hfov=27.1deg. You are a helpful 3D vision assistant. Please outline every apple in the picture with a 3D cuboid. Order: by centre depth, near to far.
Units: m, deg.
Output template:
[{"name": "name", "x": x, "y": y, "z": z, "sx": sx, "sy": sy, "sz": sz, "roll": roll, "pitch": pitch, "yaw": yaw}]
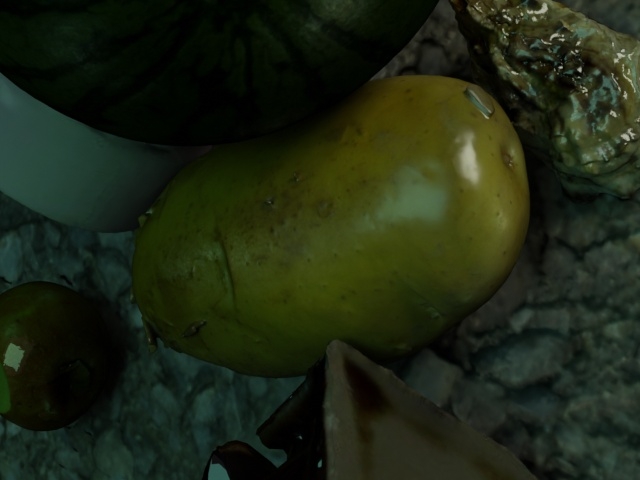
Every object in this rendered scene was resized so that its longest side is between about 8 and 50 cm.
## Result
[{"name": "apple", "x": -0.216, "y": 0.088, "z": 1.035, "sx": 0.102, "sy": 0.099, "sz": 0.114, "roll": 30, "pitch": 131, "yaw": 41}]

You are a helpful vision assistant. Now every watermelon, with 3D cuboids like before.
[{"name": "watermelon", "x": -0.079, "y": -0.177, "z": 0.677, "sx": 0.331, "sy": 0.330, "sz": 0.189, "roll": -56, "pitch": 15, "yaw": 21}]

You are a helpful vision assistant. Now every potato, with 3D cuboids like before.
[{"name": "potato", "x": 0.000, "y": 0.000, "z": 0.844, "sx": 0.300, "sy": 0.140, "sz": 0.173, "roll": -18, "pitch": 86, "yaw": 36}]

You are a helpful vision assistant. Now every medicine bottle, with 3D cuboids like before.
[{"name": "medicine bottle", "x": -0.107, "y": -0.188, "z": 0.896, "sx": 0.325, "sy": 0.212, "sz": 0.212, "roll": -48, "pitch": 61, "yaw": 26}]

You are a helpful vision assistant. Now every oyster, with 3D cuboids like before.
[{"name": "oyster", "x": 0.141, "y": -0.091, "z": 0.804, "sx": 0.165, "sy": 0.053, "sz": 0.108, "roll": 38, "pitch": 120, "yaw": 25}]

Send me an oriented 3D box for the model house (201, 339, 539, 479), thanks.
[{"name": "model house", "x": 0.032, "y": 0.285, "z": 0.793, "sx": 0.317, "sy": 0.297, "sz": 0.282, "roll": 34, "pitch": 128, "yaw": -9}]
